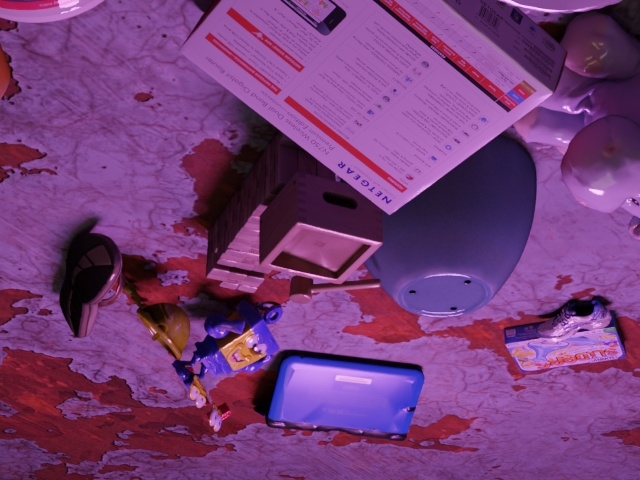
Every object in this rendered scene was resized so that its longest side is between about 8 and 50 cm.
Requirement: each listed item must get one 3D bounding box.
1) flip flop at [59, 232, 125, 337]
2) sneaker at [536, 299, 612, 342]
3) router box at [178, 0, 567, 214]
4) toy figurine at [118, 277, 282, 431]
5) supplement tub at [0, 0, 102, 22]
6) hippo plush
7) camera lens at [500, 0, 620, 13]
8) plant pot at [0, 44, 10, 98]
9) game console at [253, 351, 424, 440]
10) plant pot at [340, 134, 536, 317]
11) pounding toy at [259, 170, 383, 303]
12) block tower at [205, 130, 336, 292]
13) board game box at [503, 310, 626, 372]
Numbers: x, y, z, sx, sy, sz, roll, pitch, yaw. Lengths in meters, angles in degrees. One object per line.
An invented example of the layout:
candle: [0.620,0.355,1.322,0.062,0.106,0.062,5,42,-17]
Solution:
flip flop: [-0.367,0.073,1.911,0.080,0.112,0.277,-14,154,-28]
sneaker: [0.443,0.135,2.057,0.135,0.052,0.058,-22,133,20]
router box: [0.052,-0.217,1.321,0.335,0.082,0.301,38,138,-15]
toy figurine: [-0.177,0.149,2.043,0.217,0.191,0.362,-31,140,-6]
supplement tub: [-0.287,-0.358,1.096,0.191,0.191,0.272,0,149,1]
hippo plush: [0.376,-0.114,1.451,0.294,0.236,0.234,13,146,-20]
camera lens: [0.208,-0.364,1.001,0.220,0.274,0.219,0,149,0]
plant pot: [-0.480,-0.240,1.311,0.205,0.205,0.188,-4,133,7]
game console: [0.032,0.308,2.358,0.293,0.173,0.250,8,117,-13]
plant pot: [0.175,-0.004,1.678,0.290,0.195,0.290,0,149,0]
pounding toy: [0.006,0.005,1.611,0.181,0.094,0.206,13,146,-23]
block tower: [-0.079,-0.039,1.720,0.091,0.097,0.335,12,146,-20]
board game box: [0.454,0.190,2.150,0.201,0.035,0.136,-11,147,19]
